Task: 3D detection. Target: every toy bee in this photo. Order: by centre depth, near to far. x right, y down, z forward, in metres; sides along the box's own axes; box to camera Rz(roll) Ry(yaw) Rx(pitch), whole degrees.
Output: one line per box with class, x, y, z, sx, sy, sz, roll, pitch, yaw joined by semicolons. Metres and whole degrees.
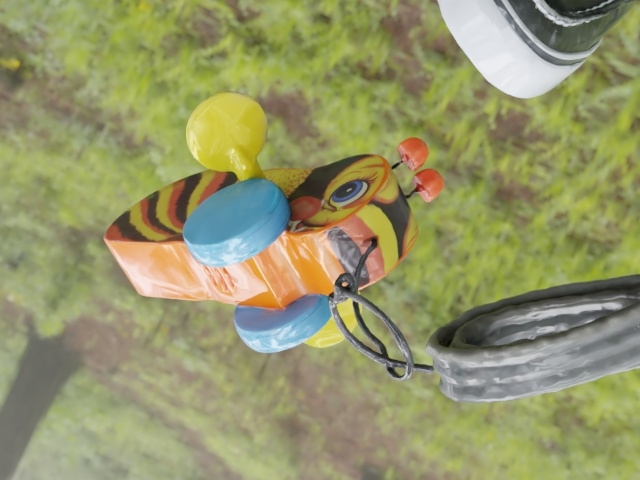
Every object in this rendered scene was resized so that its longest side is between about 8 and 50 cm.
toy bee;0.000;0.000;0.930;0.298;0.162;0.195;29;149;32

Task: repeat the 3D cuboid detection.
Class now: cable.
cable;0.180;0.005;0.533;0.287;0.139;0.072;-3;117;31

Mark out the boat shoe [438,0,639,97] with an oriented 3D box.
boat shoe;0.158;-0.177;0.774;0.105;0.306;0.113;-30;96;38
